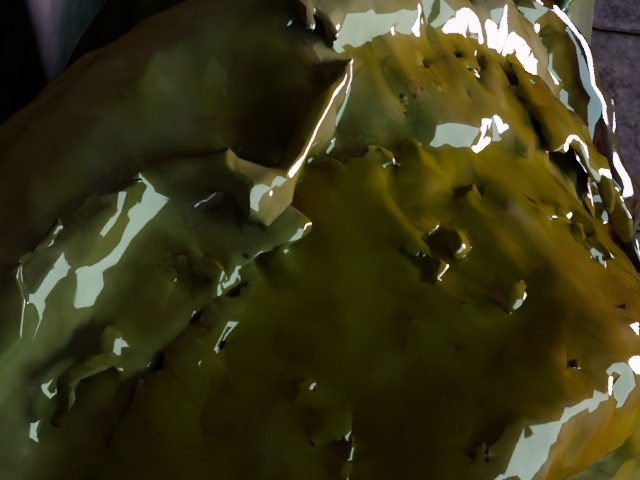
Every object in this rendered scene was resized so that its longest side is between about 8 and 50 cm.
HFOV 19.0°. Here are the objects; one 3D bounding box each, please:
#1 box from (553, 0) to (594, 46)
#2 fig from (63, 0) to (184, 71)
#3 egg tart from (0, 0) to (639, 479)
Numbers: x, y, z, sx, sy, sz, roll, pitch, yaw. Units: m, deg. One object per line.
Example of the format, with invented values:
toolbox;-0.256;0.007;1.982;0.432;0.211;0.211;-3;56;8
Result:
box;0.000;0.000;0.664;0.043;0.173;0.311;53;42;-61
fig;-0.046;-0.038;0.527;0.151;0.151;0.259;-81;150;-49
egg tart;0.009;0.079;0.414;0.295;0.116;0.295;-26;125;-44
